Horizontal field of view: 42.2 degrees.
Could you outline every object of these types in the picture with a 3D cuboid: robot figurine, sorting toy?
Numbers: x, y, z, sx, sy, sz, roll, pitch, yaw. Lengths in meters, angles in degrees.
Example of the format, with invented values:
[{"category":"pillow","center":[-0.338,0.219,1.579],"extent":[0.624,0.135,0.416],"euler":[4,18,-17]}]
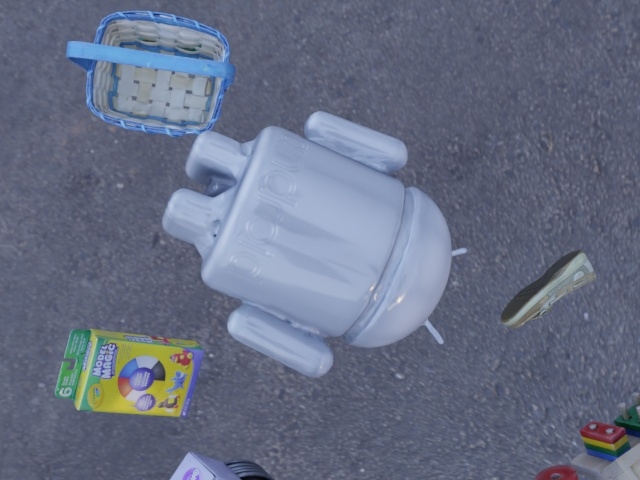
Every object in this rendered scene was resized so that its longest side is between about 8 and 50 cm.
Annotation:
[{"category":"robot figurine","center":[0.000,0.000,0.956],"extent":[0.354,0.200,0.299],"euler":[22,80,-10]},{"category":"sorting toy","center":[0.366,0.209,0.904],"extent":[0.275,0.132,0.046],"euler":[-26,101,-26]}]

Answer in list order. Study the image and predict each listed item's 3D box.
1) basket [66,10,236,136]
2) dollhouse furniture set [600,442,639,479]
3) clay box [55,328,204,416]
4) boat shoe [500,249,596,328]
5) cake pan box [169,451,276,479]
[{"category":"basket","center":[-0.276,-0.279,1.382],"extent":[0.255,0.289,0.201],"euler":[8,96,-10]},{"category":"dollhouse furniture set","center":[0.289,0.189,0.526],"extent":[0.161,0.101,0.182],"euler":[-27,65,-17]},{"category":"clay box","center":[-0.317,0.222,1.385],"extent":[0.053,0.222,0.127],"euler":[27,103,56]},{"category":"boat shoe","center":[0.297,0.071,1.072],"extent":[0.153,0.056,0.048],"euler":[-37,95,-25]},{"category":"cake pan box","center":[-0.147,0.416,1.082],"extent":[0.070,0.246,0.266],"euler":[30,85,38]}]
